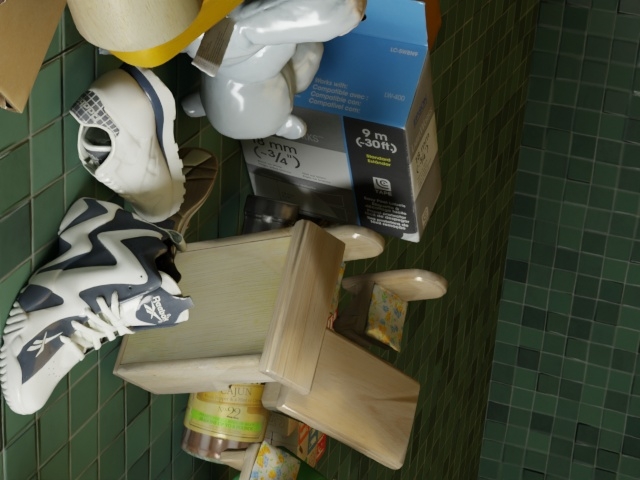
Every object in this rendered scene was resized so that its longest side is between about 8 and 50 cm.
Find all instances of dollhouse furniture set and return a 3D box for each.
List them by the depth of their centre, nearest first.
[{"bbox_3d":[0.005,0.146,1.660,0.394,0.256,0.362,33,62,-39],"label":"dollhouse furniture set"}]

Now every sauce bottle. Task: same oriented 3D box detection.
[{"bbox_3d":[-0.098,0.114,1.851,0.111,0.111,0.345,5,96,-72],"label":"sauce bottle"}]

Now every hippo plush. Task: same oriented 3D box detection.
[{"bbox_3d":[-0.051,-0.211,1.563,0.237,0.234,0.294,78,30,-51],"label":"hippo plush"}]

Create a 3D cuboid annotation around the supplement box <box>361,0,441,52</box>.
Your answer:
[{"bbox_3d":[0.035,-0.304,1.823,0.191,0.194,0.129,73,35,-57],"label":"supplement box"}]

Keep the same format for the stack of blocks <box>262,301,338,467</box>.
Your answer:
[{"bbox_3d":[-0.052,0.215,2.088,0.171,0.087,0.297,-46,145,-58],"label":"stack of blocks"}]

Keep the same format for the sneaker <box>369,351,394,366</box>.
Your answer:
[{"bbox_3d":[0.046,0.251,2.382,0.271,0.108,0.100,-43,143,-58],"label":"sneaker"}]

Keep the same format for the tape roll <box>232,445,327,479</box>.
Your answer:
[{"bbox_3d":[-0.115,0.421,1.883,0.321,0.077,0.321,-50,165,-19],"label":"tape roll"}]

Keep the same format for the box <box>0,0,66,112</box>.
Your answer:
[{"bbox_3d":[-0.264,-0.233,1.245,0.164,0.021,0.201,57,48,-65],"label":"box"}]

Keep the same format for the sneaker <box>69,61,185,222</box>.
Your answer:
[{"bbox_3d":[-0.201,-0.088,1.466,0.095,0.090,0.235,-40,152,-22],"label":"sneaker"}]

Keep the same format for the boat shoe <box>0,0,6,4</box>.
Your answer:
[{"bbox_3d":[-0.256,-0.286,1.132,0.073,0.073,0.207,-21,117,-64],"label":"boat shoe"}]

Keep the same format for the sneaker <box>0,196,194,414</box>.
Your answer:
[{"bbox_3d":[-0.207,0.074,1.413,0.094,0.153,0.235,76,32,-52],"label":"sneaker"}]

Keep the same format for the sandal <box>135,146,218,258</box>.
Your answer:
[{"bbox_3d":[-0.171,-0.025,1.604,0.049,0.072,0.180,99,11,-71],"label":"sandal"}]

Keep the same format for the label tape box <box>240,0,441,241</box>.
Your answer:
[{"bbox_3d":[0.016,-0.161,1.793,0.334,0.240,0.106,78,32,-51],"label":"label tape box"}]

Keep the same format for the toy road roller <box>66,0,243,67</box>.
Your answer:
[{"bbox_3d":[-0.144,-0.338,1.259,0.329,0.240,0.203,-46,149,-25],"label":"toy road roller"}]

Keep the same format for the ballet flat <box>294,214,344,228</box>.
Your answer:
[{"bbox_3d":[0.000,0.000,2.085,0.280,0.096,0.095,-47,146,-57],"label":"ballet flat"}]
